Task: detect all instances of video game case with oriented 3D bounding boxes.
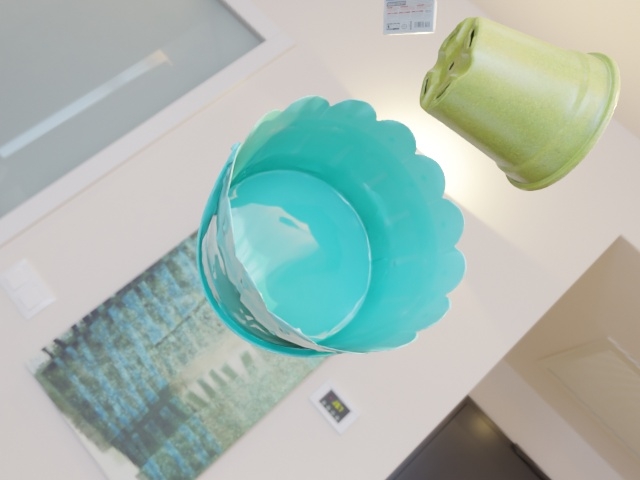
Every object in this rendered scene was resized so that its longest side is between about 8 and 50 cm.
[{"bbox_3d":[0.141,-0.388,0.836,0.087,0.011,0.121,10,-71,31],"label":"video game case"}]

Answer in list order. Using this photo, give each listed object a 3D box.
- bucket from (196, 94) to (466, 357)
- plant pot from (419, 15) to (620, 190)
[{"bbox_3d":[0.000,0.000,0.609,0.281,0.281,0.183,51,-28,-4],"label":"bucket"},{"bbox_3d":[0.332,-0.266,0.968,0.254,0.275,0.276,23,-10,-15],"label":"plant pot"}]
